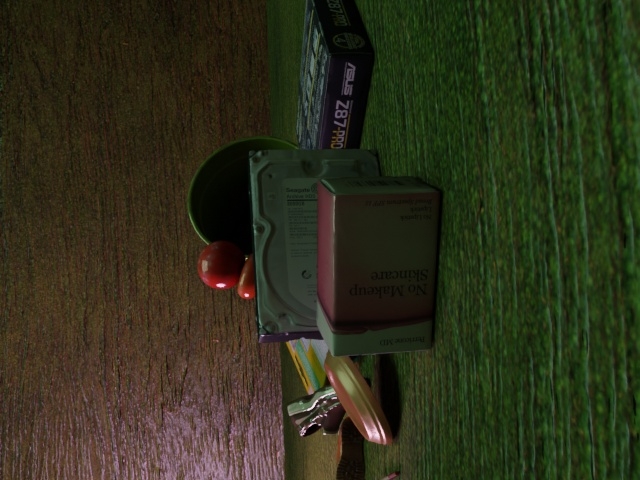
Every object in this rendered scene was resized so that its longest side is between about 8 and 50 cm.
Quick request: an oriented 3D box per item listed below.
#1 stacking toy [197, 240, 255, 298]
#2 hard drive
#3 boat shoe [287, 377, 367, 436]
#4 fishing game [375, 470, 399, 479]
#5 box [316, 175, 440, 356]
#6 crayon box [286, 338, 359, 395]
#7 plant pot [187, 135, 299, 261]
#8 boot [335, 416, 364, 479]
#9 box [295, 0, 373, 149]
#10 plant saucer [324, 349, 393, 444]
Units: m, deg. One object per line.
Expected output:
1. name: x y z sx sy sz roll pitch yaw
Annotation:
1. stacking toy: -0.067 0.087 1.185 0.141 0.331 0.141 17 -90 -88
2. hard drive: 0.000 0.000 1.113 0.064 0.237 0.338 109 158 -64
3. boat shoe: 0.025 0.361 1.374 0.257 0.095 0.095 -40 60 51
4. fishing game: 0.120 0.537 1.104 0.189 0.041 0.263 111 155 -61
5. box: 0.076 0.032 0.920 0.127 0.149 0.232 -124 33 -72
6. crayon box: 0.003 0.222 1.471 0.322 0.083 0.203 101 148 -52
7. plant pot: -0.156 -0.051 1.871 0.353 0.367 0.366 79 -175 -66
8. boot: 0.062 0.462 1.406 0.084 0.059 0.157 146 130 -83
9. box: 0.014 -0.307 1.403 0.394 0.097 0.318 97 165 -44
10. plant saucer: 0.061 0.280 1.161 0.200 0.037 0.200 57 168 19
